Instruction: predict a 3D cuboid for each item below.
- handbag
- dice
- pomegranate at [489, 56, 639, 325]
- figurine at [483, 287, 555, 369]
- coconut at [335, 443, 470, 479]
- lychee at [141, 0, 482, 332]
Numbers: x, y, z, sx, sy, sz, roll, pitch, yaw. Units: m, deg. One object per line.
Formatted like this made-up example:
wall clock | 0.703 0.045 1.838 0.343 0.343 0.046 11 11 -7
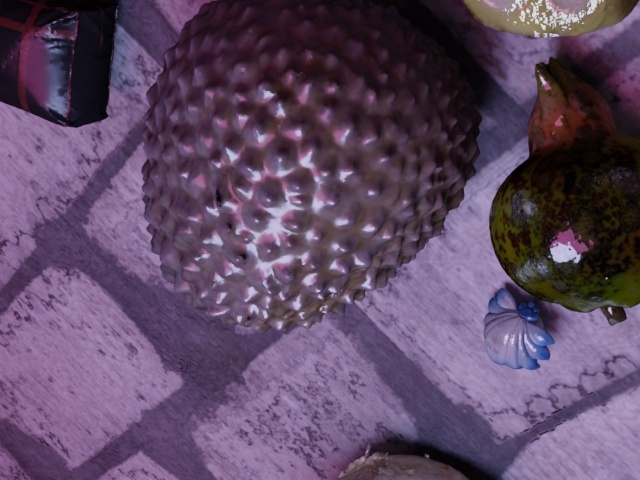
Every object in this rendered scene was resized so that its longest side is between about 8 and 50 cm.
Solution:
handbag | -0.379 -0.264 1.648 0.215 0.155 0.169 21 117 21
dice | 0.232 -0.309 1.207 0.166 0.169 0.169 11 126 27
pomegranate | 0.287 -0.053 1.357 0.276 0.222 0.204 61 150 27
figurine | 0.249 0.124 1.583 0.114 0.079 0.114 34 142 31
coconut | 0.102 0.509 1.772 0.346 0.346 0.360 21 123 19
lychee | -0.020 -0.103 1.384 0.380 0.380 0.432 25 91 15
